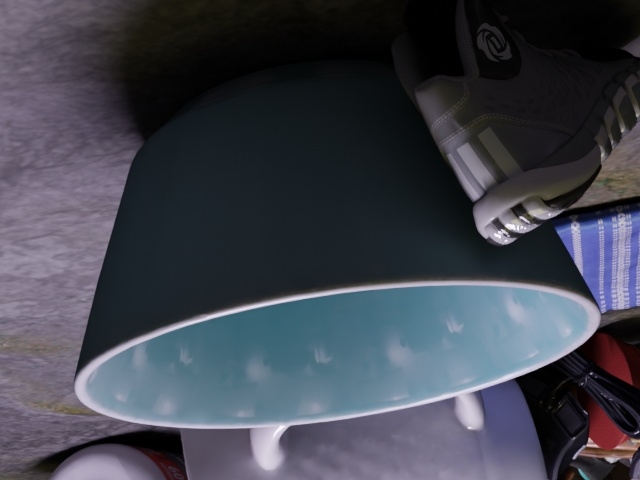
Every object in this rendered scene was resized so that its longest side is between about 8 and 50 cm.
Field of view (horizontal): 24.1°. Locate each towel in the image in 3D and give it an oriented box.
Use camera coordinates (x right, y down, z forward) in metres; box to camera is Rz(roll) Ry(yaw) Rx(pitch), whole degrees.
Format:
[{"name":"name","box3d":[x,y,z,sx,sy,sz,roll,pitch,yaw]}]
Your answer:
[{"name":"towel","box3d":[0.248,0.024,1.282,0.335,0.040,0.243,-11,160,7]}]

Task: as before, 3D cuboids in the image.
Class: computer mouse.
[{"name":"computer mouse","box3d":[0.265,0.196,1.527,0.060,0.184,0.262,-35,150,-32]}]

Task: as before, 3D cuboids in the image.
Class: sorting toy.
[{"name":"sorting toy","box3d":[0.387,0.127,1.450,0.126,0.127,0.365,-1,168,-21]}]

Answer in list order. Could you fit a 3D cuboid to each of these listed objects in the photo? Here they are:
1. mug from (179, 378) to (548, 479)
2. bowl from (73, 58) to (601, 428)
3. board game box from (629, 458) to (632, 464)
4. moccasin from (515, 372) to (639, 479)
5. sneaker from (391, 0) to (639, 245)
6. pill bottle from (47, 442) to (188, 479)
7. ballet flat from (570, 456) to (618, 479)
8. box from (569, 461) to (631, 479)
[{"name":"mug","box3d":[0.043,0.216,1.427,0.328,0.276,0.374,-12,143,-4]},{"name":"bowl","box3d":[0.000,0.000,0.910,0.311,0.163,0.311,-8,162,-3]},{"name":"board game box","box3d":[0.472,0.290,1.731,0.097,0.303,0.224,3,158,-30]},{"name":"moccasin","box3d":[0.253,0.230,1.692,0.380,0.147,0.139,-9,163,16]},{"name":"sneaker","box3d":[0.108,-0.098,0.814,0.086,0.132,0.229,-35,-174,29]},{"name":"pill bottle","box3d":[-0.157,0.362,1.808,0.210,0.210,0.363,-19,159,28]},{"name":"ballet flat","box3d":[0.335,0.244,1.870,0.096,0.095,0.280,-26,156,19]},{"name":"box","box3d":[0.343,0.313,2.009,0.164,0.021,0.201,2,-167,-25]}]
